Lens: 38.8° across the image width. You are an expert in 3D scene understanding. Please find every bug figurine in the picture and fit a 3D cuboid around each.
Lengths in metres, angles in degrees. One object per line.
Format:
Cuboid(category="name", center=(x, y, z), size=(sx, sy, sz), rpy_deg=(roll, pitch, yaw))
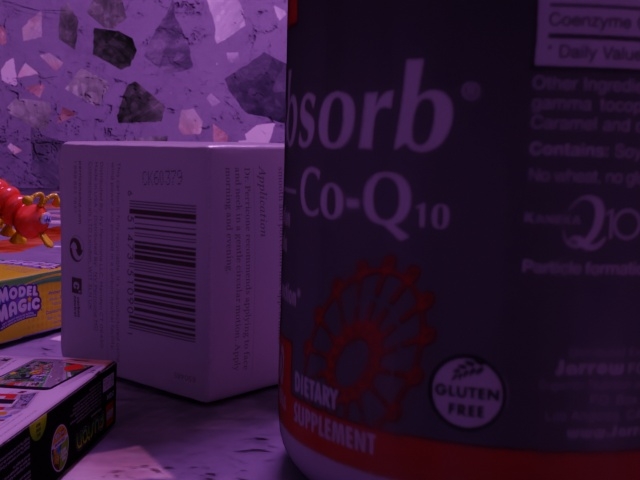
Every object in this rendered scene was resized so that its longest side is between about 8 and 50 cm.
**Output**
Cuboid(category="bug figurine", center=(-0.368, -0.052, 0.820), size=(0.216, 0.072, 0.279), rpy_deg=(31, 7, 7))

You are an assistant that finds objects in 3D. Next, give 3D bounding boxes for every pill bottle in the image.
Cuboid(category="pill bottle", center=(0.087, -0.073, 0.415), size=(0.210, 0.362, 0.210), rpy_deg=(1, 6, 0))

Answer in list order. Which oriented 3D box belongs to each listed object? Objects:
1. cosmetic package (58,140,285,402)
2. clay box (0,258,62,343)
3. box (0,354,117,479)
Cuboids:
Cuboid(category="cosmetic package", center=(-0.059, 0.008, 0.621), size=(0.151, 0.151, 0.184), rpy_deg=(6, 7, 41))
Cuboid(category="clay box", center=(-0.279, 0.046, 0.678), size=(0.127, 0.053, 0.222), rpy_deg=(3, 7, 20))
Cuboid(category="box", center=(-0.173, 0.088, 0.383), size=(0.114, 0.036, 0.207), rpy_deg=(2, 6, 6))
